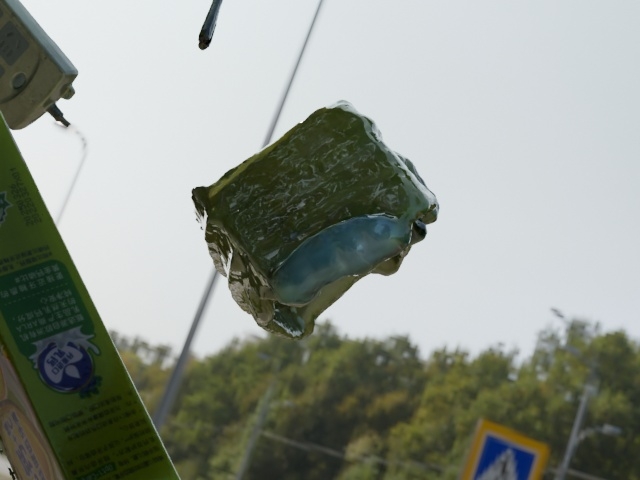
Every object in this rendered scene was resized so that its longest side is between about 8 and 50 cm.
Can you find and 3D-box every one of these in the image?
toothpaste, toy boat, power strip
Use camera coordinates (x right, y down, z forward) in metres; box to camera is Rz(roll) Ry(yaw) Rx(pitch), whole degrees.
[{"bbox_3d":[-0.213,0.063,0.921,0.077,0.327,0.110,-20,-16,-33],"label":"toothpaste"},{"bbox_3d":[-0.003,-0.005,0.674,0.084,0.111,0.276,56,-3,6],"label":"toy boat"},{"bbox_3d":[-0.292,-0.184,1.110,0.227,0.080,0.029,50,21,2],"label":"power strip"}]

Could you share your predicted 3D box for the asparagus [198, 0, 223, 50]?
[{"bbox_3d":[-0.118,-0.315,1.564,0.022,0.232,0.023,-26,-52,36],"label":"asparagus"}]
